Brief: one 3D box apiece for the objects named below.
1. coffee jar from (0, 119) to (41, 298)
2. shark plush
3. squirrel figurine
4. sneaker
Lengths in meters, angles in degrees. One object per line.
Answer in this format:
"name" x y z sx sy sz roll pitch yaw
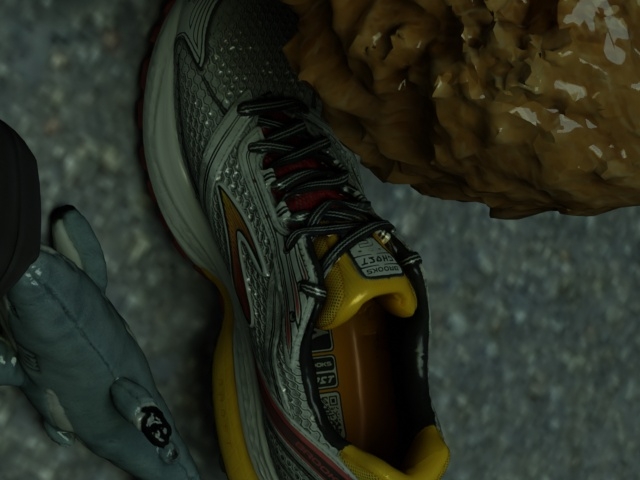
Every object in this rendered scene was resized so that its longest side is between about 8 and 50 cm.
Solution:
"coffee jar" -0.175 -0.028 0.567 0.184 0.096 0.079 32 44 -48
"shark plush" -0.081 0.064 0.683 0.073 0.067 0.161 -33 115 -26
"squirrel figurine" 0.090 -0.219 0.637 0.397 0.281 0.370 -30 106 -33
"sneaker" 0.000 0.000 0.698 0.088 0.093 0.225 -15 88 -35
